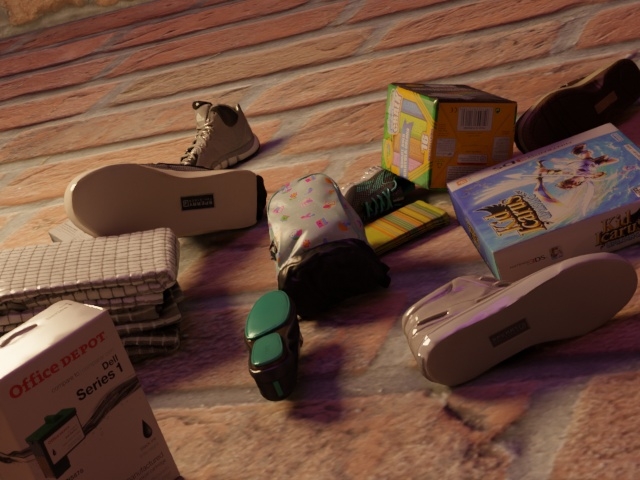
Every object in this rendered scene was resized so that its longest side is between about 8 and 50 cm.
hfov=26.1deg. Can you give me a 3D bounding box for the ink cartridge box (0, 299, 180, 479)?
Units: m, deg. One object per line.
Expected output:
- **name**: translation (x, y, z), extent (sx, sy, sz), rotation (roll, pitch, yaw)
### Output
- **ink cartridge box**: translation (-0.269, 0.197, 1.474), extent (0.160, 0.219, 0.093), rotation (-36, 26, -33)

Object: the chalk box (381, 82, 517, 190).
- **chalk box**: translation (0.172, -0.154, 1.992), extent (0.132, 0.132, 0.213), rotation (-1, 14, -21)

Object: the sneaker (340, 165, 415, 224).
- **sneaker**: translation (0.082, -0.063, 2.002), extent (0.076, 0.065, 0.166), rotation (1, 30, 32)

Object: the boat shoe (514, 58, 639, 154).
- **boat shoe**: translation (0.364, -0.183, 2.022), extent (0.257, 0.095, 0.095), rotation (-27, 8, -33)

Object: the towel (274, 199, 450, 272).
- **towel**: translation (0.058, 0.008, 1.912), extent (0.237, 0.021, 0.102), rotation (-26, 19, -13)

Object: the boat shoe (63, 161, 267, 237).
- **boat shoe**: translation (-0.260, -0.056, 2.106), extent (0.341, 0.127, 0.158), rotation (1, 0, -38)

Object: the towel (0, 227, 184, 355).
- **towel**: translation (-0.324, 0.080, 1.881), extent (0.284, 0.121, 0.235), rotation (-9, 17, -6)

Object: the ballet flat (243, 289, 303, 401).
- **ballet flat**: translation (-0.054, 0.130, 1.648), extent (0.074, 0.074, 0.203), rotation (-18, 21, 6)

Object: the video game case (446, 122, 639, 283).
- **video game case**: translation (0.309, -0.050, 1.776), extent (0.244, 0.061, 0.269), rotation (-21, 22, 0)

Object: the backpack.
- **backpack**: translation (0.000, 0.000, 1.807), extent (0.152, 0.115, 0.182), rotation (-17, 38, 1)

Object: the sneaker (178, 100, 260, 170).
- **sneaker**: translation (-0.217, -0.172, 2.414), extent (0.086, 0.132, 0.229), rotation (6, 33, 47)

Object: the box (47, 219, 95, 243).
- **box**: translation (-0.349, -0.032, 2.318), extent (0.186, 0.038, 0.145), rotation (-30, 24, -19)

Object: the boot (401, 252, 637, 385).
- **boot**: translation (0.213, 0.063, 1.539), extent (0.258, 0.095, 0.123), rotation (-22, 29, -3)
